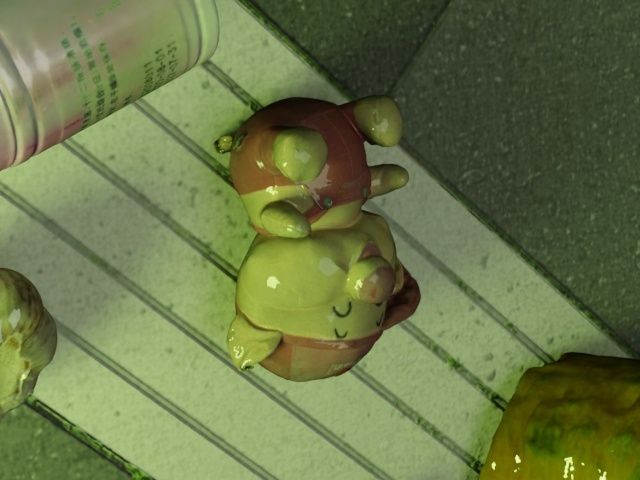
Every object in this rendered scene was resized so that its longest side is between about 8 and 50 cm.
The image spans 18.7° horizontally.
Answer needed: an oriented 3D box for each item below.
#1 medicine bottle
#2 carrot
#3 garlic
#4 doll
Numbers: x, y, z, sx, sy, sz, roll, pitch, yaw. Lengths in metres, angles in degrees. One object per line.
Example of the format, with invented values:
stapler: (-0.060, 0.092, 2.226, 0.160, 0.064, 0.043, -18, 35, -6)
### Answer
medicine bottle: (-0.224, -0.156, 1.557, 0.254, 0.152, 0.152, -31, 115, -25)
carrot: (0.340, 0.240, 1.928, 0.241, 0.341, 0.241, -11, 105, -49)
garlic: (-0.294, 0.089, 1.593, 0.159, 0.102, 0.147, -49, 136, -2)
doll: (0.001, 0.001, 1.740, 0.196, 0.152, 0.256, -8, 109, -19)
